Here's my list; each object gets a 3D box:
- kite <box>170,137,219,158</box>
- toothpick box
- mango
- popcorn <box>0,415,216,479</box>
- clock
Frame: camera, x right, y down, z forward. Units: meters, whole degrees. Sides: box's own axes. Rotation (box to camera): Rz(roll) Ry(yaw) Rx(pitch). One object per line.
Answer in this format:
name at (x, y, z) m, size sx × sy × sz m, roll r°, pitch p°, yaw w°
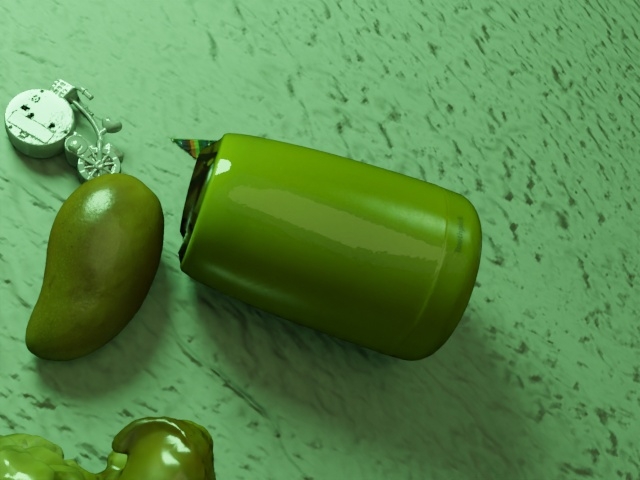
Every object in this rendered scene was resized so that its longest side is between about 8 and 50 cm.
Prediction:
kite at (-0.103, -0.079, 0.818) m, size 0.122 × 0.004 × 0.090 m, roll 48°, pitch 58°, yaw 3°
toothpick box at (0.000, 0.000, 0.731) m, size 0.271 × 0.175 × 0.175 m, roll 18°, pitch 62°, yaw -11°
mango at (-0.202, 0.023, 0.688) m, size 0.102 × 0.085 × 0.184 m, roll 22°, pitch 67°, yaw -12°
popcorn at (-0.202, 0.246, 0.509) m, size 0.265 × 0.225 × 0.332 m, roll 33°, pitch 72°, yaw 28°
clock at (-0.245, -0.104, 0.750) m, size 0.129 × 0.041 × 0.087 m, roll 37°, pitch 62°, yaw 2°
